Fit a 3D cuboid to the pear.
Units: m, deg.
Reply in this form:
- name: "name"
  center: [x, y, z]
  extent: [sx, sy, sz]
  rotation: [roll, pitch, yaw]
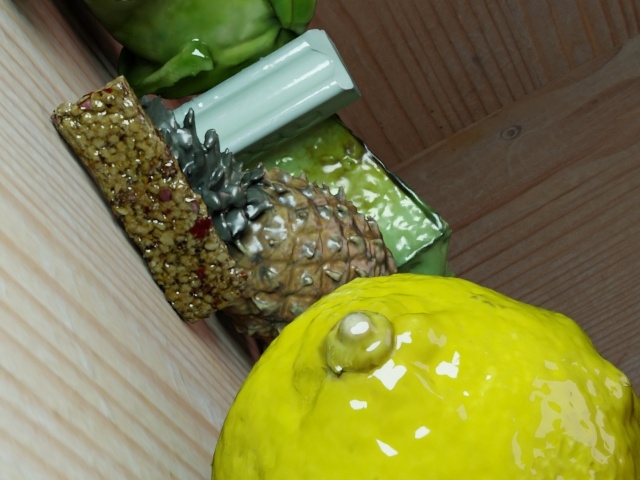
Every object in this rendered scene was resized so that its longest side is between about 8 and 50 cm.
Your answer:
- name: "pear"
  center: [0.000, 0.000, 1.381]
  extent: [0.286, 0.176, 0.282]
  rotation: [47, -6, 16]

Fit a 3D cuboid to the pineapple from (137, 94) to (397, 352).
- name: "pineapple"
  center: [-0.062, -0.017, 1.100]
  extent: [0.279, 0.158, 0.158]
  rotation: [41, 18, -38]

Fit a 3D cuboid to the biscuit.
- name: "biscuit"
  center: [-0.122, -0.028, 0.972]
  extent: [0.199, 0.064, 0.034]
  rotation: [60, 7, -26]

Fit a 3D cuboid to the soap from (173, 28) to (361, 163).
- name: "soap"
  center: [-0.065, -0.115, 1.210]
  extent: [0.066, 0.198, 0.119]
  rotation: [61, 6, 1]

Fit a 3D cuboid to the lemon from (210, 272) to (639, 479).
- name: "lemon"
  center: [0.067, 0.154, 0.777]
  extent: [0.268, 0.268, 0.322]
  rotation: [-107, 180, -62]

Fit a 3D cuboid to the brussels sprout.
- name: "brussels sprout"
  center: [-0.127, -0.279, 1.226]
  extent: [0.259, 0.294, 0.227]
  rotation: [34, -9, -29]
